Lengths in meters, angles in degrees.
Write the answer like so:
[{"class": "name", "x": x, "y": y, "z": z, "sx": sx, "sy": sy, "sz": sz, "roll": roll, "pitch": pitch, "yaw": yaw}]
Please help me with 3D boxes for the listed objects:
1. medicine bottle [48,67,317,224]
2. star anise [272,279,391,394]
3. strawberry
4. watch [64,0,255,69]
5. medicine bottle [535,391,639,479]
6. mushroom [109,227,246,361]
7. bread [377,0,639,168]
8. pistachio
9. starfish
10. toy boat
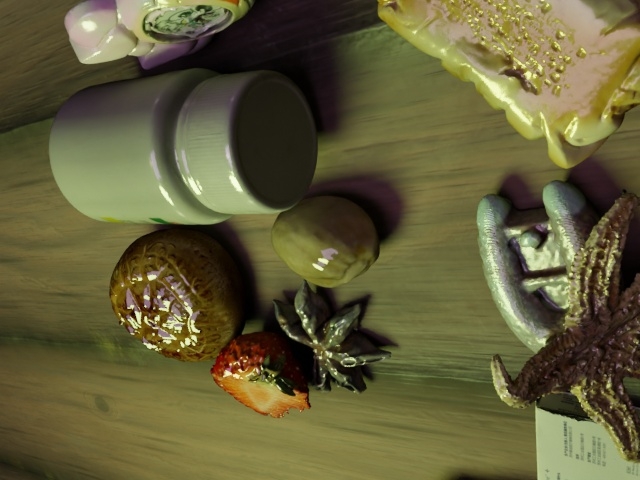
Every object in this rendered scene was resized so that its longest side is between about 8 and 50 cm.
[{"class": "medicine bottle", "x": -0.188, "y": -0.125, "z": 0.905, "sx": 0.340, "sy": 0.208, "sz": 0.208, "roll": 2, "pitch": 117, "yaw": 35}, {"class": "star anise", "x": 0.015, "y": 0.154, "z": 1.017, "sx": 0.172, "sy": 0.063, "sz": 0.208, "roll": -19, "pitch": 104, "yaw": 41}, {"class": "strawberry", "x": -0.092, "y": 0.213, "z": 1.102, "sx": 0.175, "sy": 0.107, "sz": 0.236, "roll": 30, "pitch": 152, "yaw": -17}, {"class": "watch", "x": -0.198, "y": -0.358, "z": 0.818, "sx": 0.248, "sy": 0.211, "sz": 0.217, "roll": -15, "pitch": 88, "yaw": 33}, {"class": "medicine bottle", "x": 0.364, "y": 0.297, "z": 0.852, "sx": 0.171, "sy": 0.052, "sz": 0.201, "roll": 6, "pitch": 119, "yaw": 34}, {"class": "mushroom", "x": -0.239, "y": 0.100, "z": 1.120, "sx": 0.253, "sy": 0.153, "sz": 0.253, "roll": 12, "pitch": 124, "yaw": 19}, {"class": "bread", "x": 0.184, "y": -0.229, "z": 0.631, "sx": 0.311, "sy": 0.121, "sz": 0.173, "roll": 43, "pitch": 129, "yaw": 8}, {"class": "pistachio", "x": 0.000, "y": 0.000, "z": 0.914, "sx": 0.185, "sy": 0.108, "sz": 0.126, "roll": 7, "pitch": 96, "yaw": 41}, {"class": "starfish", "x": 0.321, "y": 0.104, "z": 0.697, "sx": 0.302, "sy": 0.299, "sz": 0.060, "roll": 52, "pitch": 172, "yaw": -25}, {"class": "toy boat", "x": 0.261, "y": 0.047, "z": 0.760, "sx": 0.155, "sy": 0.085, "sz": 0.227, "roll": -12, "pitch": 108, "yaw": 39}]
